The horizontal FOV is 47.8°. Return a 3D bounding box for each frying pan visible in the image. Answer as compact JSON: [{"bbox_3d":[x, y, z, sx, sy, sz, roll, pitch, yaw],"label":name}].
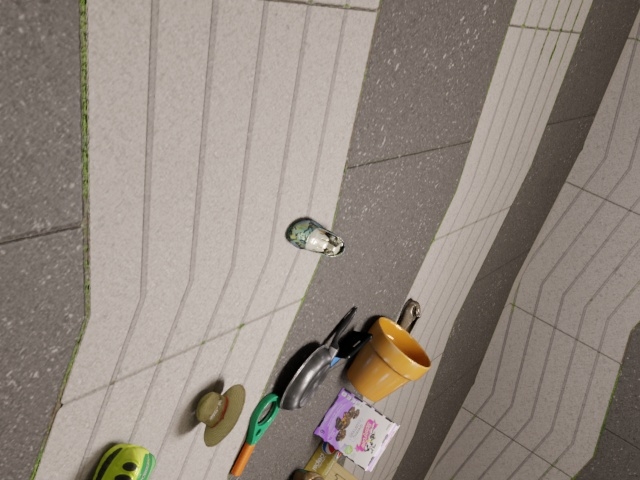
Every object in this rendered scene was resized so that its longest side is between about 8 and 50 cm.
[{"bbox_3d":[0.002,0.328,1.885,0.326,0.053,0.197,-37,154,-46],"label":"frying pan"}]

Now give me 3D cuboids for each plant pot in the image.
[{"bbox_3d":[0.185,0.361,2.106,0.188,0.205,0.205,-49,156,14],"label":"plant pot"}]

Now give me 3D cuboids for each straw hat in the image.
[{"bbox_3d":[-0.223,0.351,1.499,0.061,0.144,0.144,35,85,-24],"label":"straw hat"}]

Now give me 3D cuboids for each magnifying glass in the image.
[{"bbox_3d":[-0.163,0.481,1.792,0.092,0.026,0.230,8,108,-63],"label":"magnifying glass"}]

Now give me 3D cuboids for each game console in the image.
[{"bbox_3d":[0.079,0.309,1.987,0.122,0.107,0.071,-36,117,-41],"label":"game console"}]

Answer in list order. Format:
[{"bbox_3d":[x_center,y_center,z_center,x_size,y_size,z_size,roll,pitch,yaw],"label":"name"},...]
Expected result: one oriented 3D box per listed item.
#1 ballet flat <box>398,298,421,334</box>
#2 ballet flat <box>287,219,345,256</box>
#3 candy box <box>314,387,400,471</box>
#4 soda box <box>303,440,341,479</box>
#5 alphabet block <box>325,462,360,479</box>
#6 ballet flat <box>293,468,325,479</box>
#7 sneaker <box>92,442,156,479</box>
[{"bbox_3d":[0.269,0.303,2.323,0.084,0.058,0.249,-16,131,-54],"label":"ballet flat"},{"bbox_3d":[0.000,0.000,1.533,0.188,0.070,0.070,12,107,-62],"label":"ballet flat"},{"bbox_3d":[0.109,0.563,2.155,0.164,0.196,0.070,-57,154,-7],"label":"candy box"},{"bbox_3d":[0.019,0.675,2.264,0.181,0.061,0.058,-56,154,-6],"label":"soda box"},{"bbox_3d":[0.036,0.868,2.342,0.193,0.197,0.192,-22,135,-51],"label":"alphabet block"},{"bbox_3d":[-0.045,0.848,2.211,0.116,0.124,0.342,-14,111,-34],"label":"ballet flat"},{"bbox_3d":[-0.390,0.516,1.330,0.295,0.109,0.123,-59,150,-2],"label":"sneaker"}]
